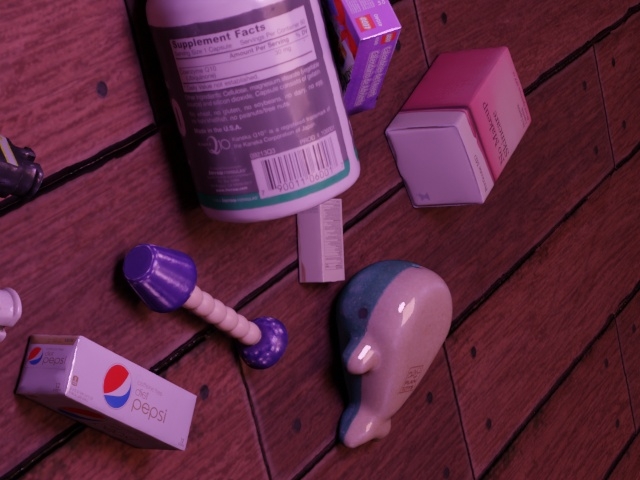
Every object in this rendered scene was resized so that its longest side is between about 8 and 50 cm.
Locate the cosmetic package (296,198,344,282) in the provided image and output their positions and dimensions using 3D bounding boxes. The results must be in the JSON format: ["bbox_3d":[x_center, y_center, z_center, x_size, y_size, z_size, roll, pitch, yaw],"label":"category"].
[{"bbox_3d":[0.000,0.000,2.019,0.060,0.041,0.115,0,88,-58],"label":"cosmetic package"}]

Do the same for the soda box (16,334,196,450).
[{"bbox_3d":[-0.231,0.169,1.620,0.216,0.074,0.069,36,59,-51],"label":"soda box"}]

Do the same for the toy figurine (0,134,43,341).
[{"bbox_3d":[-0.366,-0.006,1.300,0.148,0.213,0.209,17,76,-46],"label":"toy figurine"}]

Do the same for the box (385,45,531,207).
[{"bbox_3d":[0.218,-0.177,2.289,0.232,0.127,0.148,-56,133,-43],"label":"box"}]

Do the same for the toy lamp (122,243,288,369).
[{"bbox_3d":[-0.137,0.077,1.769,0.275,0.080,0.080,36,59,-52],"label":"toy lamp"}]

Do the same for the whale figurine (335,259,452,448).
[{"bbox_3d":[0.077,0.154,2.079,0.216,0.141,0.272,-5,117,-57],"label":"whale figurine"}]

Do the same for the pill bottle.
[{"bbox_3d":[-0.088,-0.220,1.744,0.204,0.204,0.361,-38,120,-51],"label":"pill bottle"}]

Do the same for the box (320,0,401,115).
[{"bbox_3d":[0.001,-0.321,1.809,0.201,0.057,0.293,107,-39,-67],"label":"box"}]
